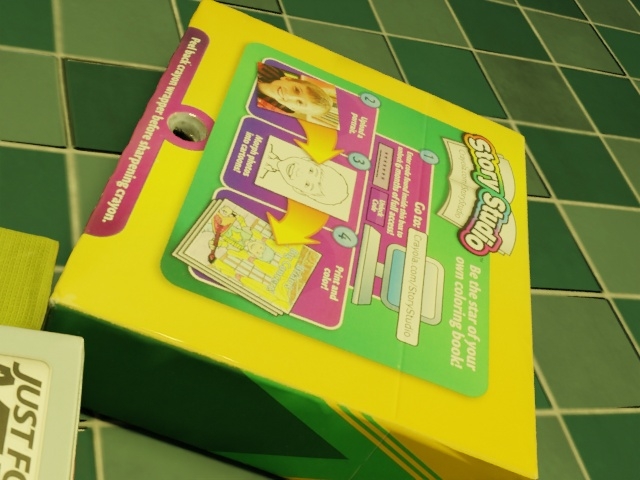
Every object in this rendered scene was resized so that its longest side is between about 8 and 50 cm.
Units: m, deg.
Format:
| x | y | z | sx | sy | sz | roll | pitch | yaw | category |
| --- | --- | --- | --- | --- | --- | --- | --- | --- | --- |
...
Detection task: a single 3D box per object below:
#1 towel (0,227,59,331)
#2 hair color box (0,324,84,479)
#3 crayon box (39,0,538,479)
| x | y | z | sx | sy | sz | roll | pitch | yaw | category |
| --- | --- | --- | --- | --- | --- | --- | --- | --- | --- |
| -0.294 | 0.009 | 0.579 | 0.237 | 0.021 | 0.102 | 13 | 45 | -18 | towel |
| -0.301 | 0.107 | 0.355 | 0.374 | 0.185 | 0.114 | 11 | 44 | -19 | hair color box |
| 0.000 | 0.000 | 0.686 | 0.313 | 0.106 | 0.363 | 22 | 42 | -9 | crayon box |
